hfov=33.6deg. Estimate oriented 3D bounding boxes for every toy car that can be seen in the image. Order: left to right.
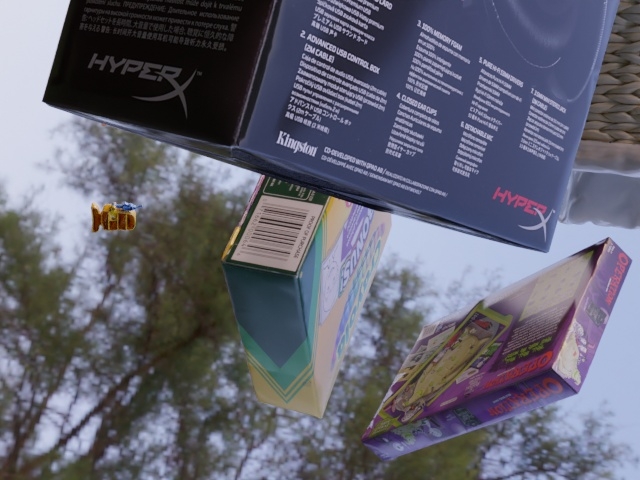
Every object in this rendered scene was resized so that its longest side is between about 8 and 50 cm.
[{"bbox_3d":[-0.130,-0.069,0.712,0.060,0.041,0.122,-98,-167,-63],"label":"toy car"}]

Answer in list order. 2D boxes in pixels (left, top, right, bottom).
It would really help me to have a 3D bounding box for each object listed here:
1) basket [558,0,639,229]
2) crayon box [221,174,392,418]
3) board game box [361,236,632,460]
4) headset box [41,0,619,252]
[{"bbox_3d":[0.431,-0.169,1.422,0.331,0.328,0.266,6,-99,30],"label":"basket"},{"bbox_3d":[0.000,0.000,1.427,0.106,0.313,0.363,11,-128,16],"label":"crayon box"},{"bbox_3d":[0.200,0.136,1.254,0.347,0.056,0.208,-34,-167,51],"label":"board game box"},{"bbox_3d":[0.041,-0.160,0.430,0.110,0.218,0.293,17,-88,39],"label":"headset box"}]
